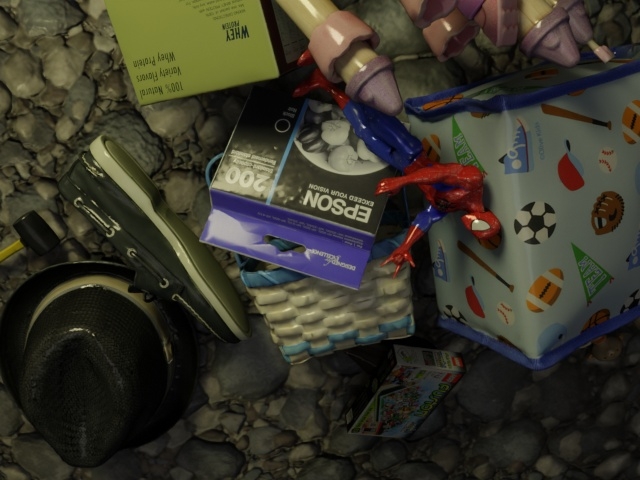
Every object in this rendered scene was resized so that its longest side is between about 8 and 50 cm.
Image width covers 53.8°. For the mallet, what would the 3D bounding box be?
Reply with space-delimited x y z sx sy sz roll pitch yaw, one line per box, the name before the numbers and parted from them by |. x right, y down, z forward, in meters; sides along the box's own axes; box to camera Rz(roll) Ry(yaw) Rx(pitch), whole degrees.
mallet | -0.467 0.019 0.900 0.190 0.039 0.062 -24 110 8

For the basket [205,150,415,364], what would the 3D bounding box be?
basket | 0.000 0.000 0.843 0.255 0.201 0.288 -11 107 3

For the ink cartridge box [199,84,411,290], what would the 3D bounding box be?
ink cartridge box | -0.020 -0.069 0.753 0.207 0.045 0.208 16 75 9

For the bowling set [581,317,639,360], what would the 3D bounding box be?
bowling set | 0.536 0.117 0.939 0.287 0.200 0.154 -39 111 13

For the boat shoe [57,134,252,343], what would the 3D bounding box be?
boat shoe | -0.230 0.024 0.869 0.113 0.127 0.340 -35 106 5

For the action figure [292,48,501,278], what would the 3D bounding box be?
action figure | 0.062 -0.077 0.680 0.280 0.091 0.139 40 70 9

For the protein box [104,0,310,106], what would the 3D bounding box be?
protein box | -0.126 -0.282 0.727 0.200 0.136 0.201 -4 112 27

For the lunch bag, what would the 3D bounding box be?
lunch bag | 0.328 -0.070 0.824 0.386 0.239 0.327 -20 110 -22

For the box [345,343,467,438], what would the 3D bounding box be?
box | 0.126 0.237 0.974 0.114 0.036 0.206 9 134 -16

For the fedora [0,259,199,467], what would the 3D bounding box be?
fedora | -0.333 0.201 0.911 0.335 0.152 0.333 -1 109 -4

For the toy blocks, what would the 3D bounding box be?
toy blocks | 0.163 -0.267 0.604 0.260 0.289 0.309 52 134 13

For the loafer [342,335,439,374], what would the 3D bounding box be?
loafer | 0.081 0.175 0.975 0.220 0.080 0.078 21 107 -12
